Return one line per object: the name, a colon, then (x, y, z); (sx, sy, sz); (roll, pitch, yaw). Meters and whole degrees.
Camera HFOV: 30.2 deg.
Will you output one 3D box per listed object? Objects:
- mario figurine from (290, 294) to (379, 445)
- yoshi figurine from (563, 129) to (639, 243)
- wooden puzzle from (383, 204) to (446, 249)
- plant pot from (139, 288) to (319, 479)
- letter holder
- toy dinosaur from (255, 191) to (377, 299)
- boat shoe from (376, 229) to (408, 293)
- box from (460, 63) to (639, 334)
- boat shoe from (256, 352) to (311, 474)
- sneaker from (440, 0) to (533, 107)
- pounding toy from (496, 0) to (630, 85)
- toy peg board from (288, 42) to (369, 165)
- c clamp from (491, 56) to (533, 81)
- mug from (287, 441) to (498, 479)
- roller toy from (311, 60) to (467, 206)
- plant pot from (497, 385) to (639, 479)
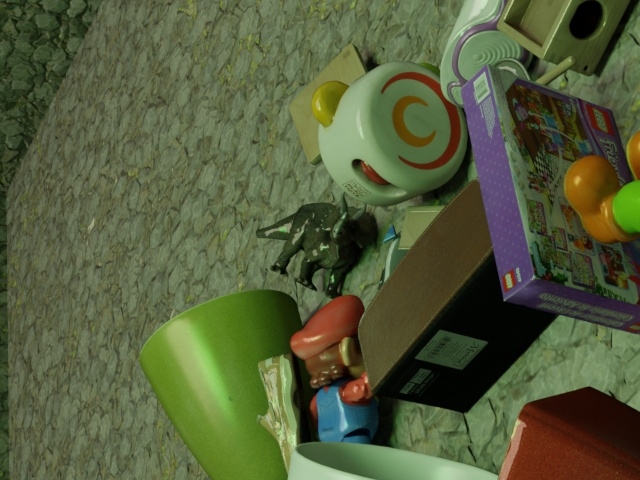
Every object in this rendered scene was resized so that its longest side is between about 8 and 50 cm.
mario figurine: (0.065, 0.237, 1.734); (0.198, 0.170, 0.320); (-10, 76, 22)
yoshi figurine: (0.409, -0.077, 1.146); (0.362, 0.203, 0.203); (8, 78, 58)
wooden puzzle: (0.149, -0.018, 1.716); (0.116, 0.014, 0.078); (8, 70, 40)
plant pot: (-0.112, 0.273, 1.887); (0.275, 0.275, 0.293); (-50, 54, 39)
letter holder: (0.182, 0.040, 1.538); (0.302, 0.152, 0.214); (-54, 34, 35)
toy dinosaur: (0.000, 0.000, 1.949); (0.160, 0.121, 0.313); (-64, 24, -2)
boat shoe: (0.109, 0.051, 1.768); (0.040, 0.049, 0.142); (18, 96, 62)
box: (0.275, -0.048, 1.355); (0.057, 0.201, 0.293); (-44, 42, 44)
boat shoe: (-0.058, 0.264, 1.759); (0.068, 0.072, 0.190); (61, -161, -64)
sneaker: (0.256, -0.326, 1.641); (0.152, 0.114, 0.305); (-72, 4, -64)
pounding toy: (0.307, -0.248, 1.494); (0.206, 0.094, 0.181); (-66, 30, 19)
toy peg board: (0.043, -0.216, 1.994); (0.160, 0.079, 0.161); (-43, 41, 22)
c clamp: (0.246, -0.158, 1.595); (0.137, 0.022, 0.160); (-31, 73, 43)
mug: (0.112, 0.438, 1.396); (0.374, 0.276, 0.328); (9, 89, 39)
roller toy: (0.099, -0.150, 1.718); (0.146, 0.209, 0.191); (-22, 80, 57)
plant pot: (0.290, 0.305, 1.092); (0.236, 0.267, 0.267); (18, 95, 25)
